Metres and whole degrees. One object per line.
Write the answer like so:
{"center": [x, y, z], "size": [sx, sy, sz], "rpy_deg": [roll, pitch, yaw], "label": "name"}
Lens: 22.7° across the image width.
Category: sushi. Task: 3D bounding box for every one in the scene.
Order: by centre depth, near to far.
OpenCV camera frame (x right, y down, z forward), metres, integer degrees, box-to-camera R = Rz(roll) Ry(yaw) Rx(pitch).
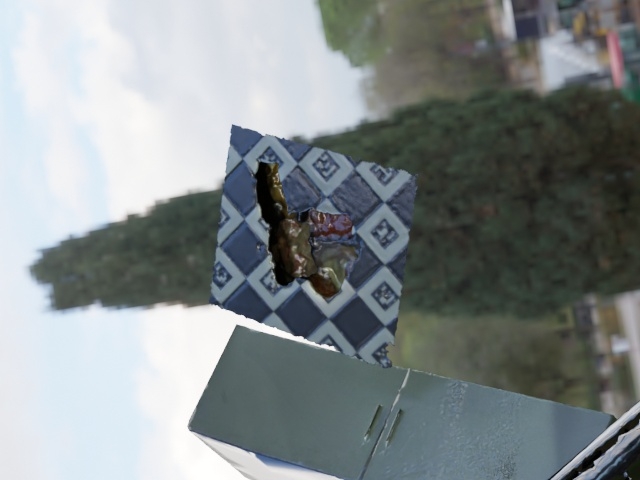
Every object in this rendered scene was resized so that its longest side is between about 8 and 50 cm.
{"center": [0.000, 0.000, 0.941], "size": [0.026, 0.126, 0.120], "rpy_deg": [-27, -50, -59], "label": "sushi"}

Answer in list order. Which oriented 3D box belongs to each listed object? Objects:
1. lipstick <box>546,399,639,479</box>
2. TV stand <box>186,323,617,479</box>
{"center": [0.079, 0.199, 0.784], "size": [0.077, 0.418, 0.077], "rpy_deg": [47, 167, 14], "label": "lipstick"}
{"center": [0.056, 0.128, 0.969], "size": [0.088, 0.269, 0.083], "rpy_deg": [50, -122, -47], "label": "TV stand"}
